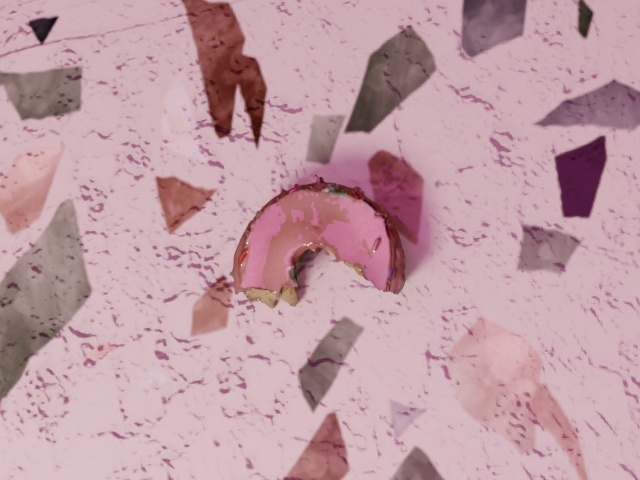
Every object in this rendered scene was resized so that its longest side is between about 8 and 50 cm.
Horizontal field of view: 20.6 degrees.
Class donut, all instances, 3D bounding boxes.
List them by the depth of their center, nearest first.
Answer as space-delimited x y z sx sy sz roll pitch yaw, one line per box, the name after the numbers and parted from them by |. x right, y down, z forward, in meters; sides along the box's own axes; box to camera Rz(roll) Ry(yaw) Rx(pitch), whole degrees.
0.000 0.000 1.605 0.166 0.065 0.117 -2 82 15 | donut
